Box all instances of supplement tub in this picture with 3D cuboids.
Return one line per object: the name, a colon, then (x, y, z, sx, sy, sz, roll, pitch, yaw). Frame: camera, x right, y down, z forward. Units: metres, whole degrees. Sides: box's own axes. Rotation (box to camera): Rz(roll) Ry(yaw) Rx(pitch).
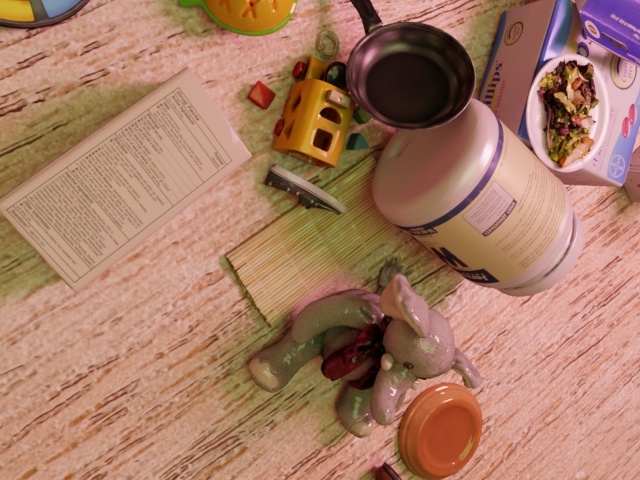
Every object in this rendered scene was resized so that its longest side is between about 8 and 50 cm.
supplement tub: (0.273, -0.062, 0.999, 0.325, 0.235, 0.235, 34, 82, -30)

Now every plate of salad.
plate of salad: (0.431, -0.216, 0.997, 0.200, 0.048, 0.199, -4, 99, -24)

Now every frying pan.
frying pan: (0.087, -0.288, 0.916, 0.326, 0.053, 0.197, 38, 74, 13)

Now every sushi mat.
sushi mat: (0.000, 0.000, 1.003, 0.317, 0.019, 0.151, -37, 112, -17)

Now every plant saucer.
plant saucer: (0.247, 0.384, 1.165, 0.200, 0.037, 0.199, -4, 99, -25)

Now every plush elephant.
plush elephant: (0.106, 0.183, 0.946, 0.272, 0.255, 0.330, 42, 78, -24)

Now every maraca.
maraca: (-0.124, -0.368, 0.853, 0.186, 0.099, 0.127, 19, 86, -1)

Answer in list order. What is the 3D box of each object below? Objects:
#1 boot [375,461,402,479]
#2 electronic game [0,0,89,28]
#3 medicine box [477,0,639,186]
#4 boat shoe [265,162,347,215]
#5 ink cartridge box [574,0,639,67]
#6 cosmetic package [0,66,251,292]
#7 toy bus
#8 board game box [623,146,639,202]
boot: (0.066, 0.580, 1.097, 0.281, 0.096, 0.264, -24, 115, -13)
electronic game: (-0.393, -0.388, 0.744, 0.229, 0.048, 0.229, -4, 99, -25)
medicine box: (0.458, -0.267, 1.114, 0.289, 0.149, 0.263, 16, 90, -27)
boat shoe: (-0.024, -0.075, 0.957, 0.142, 0.049, 0.040, 30, 94, -6)
ink cartridge box: (0.516, -0.486, 1.061, 0.176, 0.069, 0.370, 13, 61, -27)
cosmetic package: (-0.264, -0.086, 0.803, 0.296, 0.129, 0.153, -39, 110, -15)
toy bus: (0.005, -0.214, 0.928, 0.191, 0.104, 0.202, -31, 110, -19)
board game box: (0.839, -0.203, 1.265, 0.303, 0.224, 0.097, -42, 115, -15)
